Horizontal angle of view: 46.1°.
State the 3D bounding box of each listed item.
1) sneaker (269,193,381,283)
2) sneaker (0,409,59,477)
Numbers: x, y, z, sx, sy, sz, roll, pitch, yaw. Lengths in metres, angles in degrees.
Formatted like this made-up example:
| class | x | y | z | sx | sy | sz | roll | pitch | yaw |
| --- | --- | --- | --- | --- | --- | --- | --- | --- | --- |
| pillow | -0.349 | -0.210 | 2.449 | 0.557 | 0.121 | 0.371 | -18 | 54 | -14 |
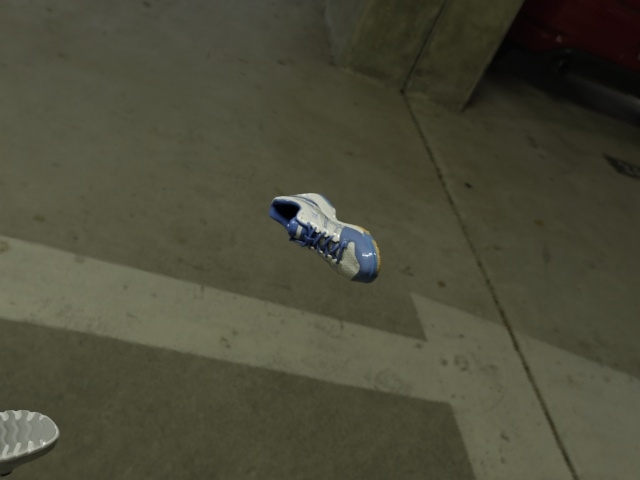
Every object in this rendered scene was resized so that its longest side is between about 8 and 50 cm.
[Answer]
| class | x | y | z | sx | sy | sz | roll | pitch | yaw |
| --- | --- | --- | --- | --- | --- | --- | --- | --- | --- |
| sneaker | 0.000 | 0.000 | 1.526 | 0.131 | 0.112 | 0.296 | 0 | 27 | -37 |
| sneaker | -0.599 | 0.393 | 1.347 | 0.281 | 0.115 | 0.105 | -18 | 42 | -4 |
